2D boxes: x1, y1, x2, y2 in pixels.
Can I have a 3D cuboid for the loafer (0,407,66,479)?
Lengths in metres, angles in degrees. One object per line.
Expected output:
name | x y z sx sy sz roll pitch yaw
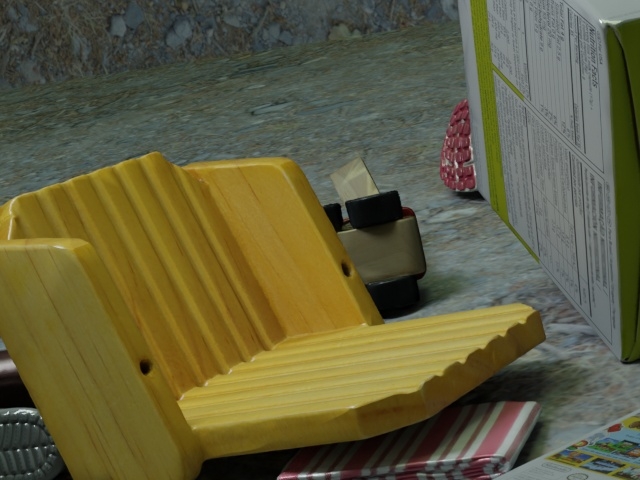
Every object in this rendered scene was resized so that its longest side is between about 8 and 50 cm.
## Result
loafer | -0.329 0.191 1.710 0.251 0.094 0.087 1 -7 18

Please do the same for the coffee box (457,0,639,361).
coffee box | 0.339 -0.152 1.705 0.338 0.338 0.334 -17 34 -12

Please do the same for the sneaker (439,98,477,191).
sneaker | 0.251 -0.106 2.317 0.112 0.120 0.299 13 -4 -33

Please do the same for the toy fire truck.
toy fire truck | 0.000 0.000 2.049 0.217 0.158 0.246 -12 2 6

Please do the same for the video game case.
video game case | 0.239 0.171 1.331 0.206 0.026 0.227 -21 14 -29

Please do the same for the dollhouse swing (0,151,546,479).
dollhouse swing | -0.041 0.029 1.618 0.305 0.315 0.347 -29 -3 35

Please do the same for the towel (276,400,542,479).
towel | 0.071 0.167 1.513 0.197 0.029 0.144 -8 12 19

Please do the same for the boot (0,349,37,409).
boot | -0.274 0.135 1.769 0.207 0.090 0.248 -3 -7 -25
